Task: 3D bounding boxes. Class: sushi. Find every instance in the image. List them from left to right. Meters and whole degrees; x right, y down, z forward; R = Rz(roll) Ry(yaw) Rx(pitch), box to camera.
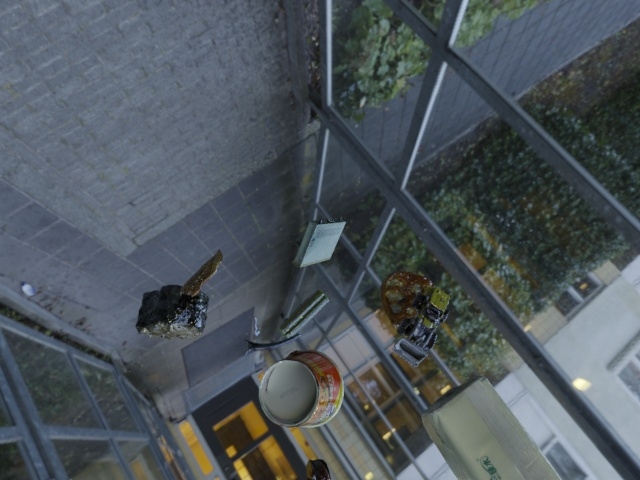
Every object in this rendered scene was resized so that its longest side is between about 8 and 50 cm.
[{"bbox_3d":[-0.538,0.272,1.612,0.210,0.171,0.350,28,151,-33],"label":"sushi"}]

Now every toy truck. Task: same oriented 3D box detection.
[{"bbox_3d":[0.359,0.288,1.541,0.286,0.136,0.111,-55,180,-31],"label":"toy truck"}]

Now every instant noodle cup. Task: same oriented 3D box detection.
[{"bbox_3d":[-0.058,0.392,1.167,0.213,0.213,0.174,-38,159,4],"label":"instant noodle cup"}]

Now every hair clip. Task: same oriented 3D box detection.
[{"bbox_3d":[-0.221,0.478,2.064,0.275,0.083,0.048,-11,147,5],"label":"hair clip"}]

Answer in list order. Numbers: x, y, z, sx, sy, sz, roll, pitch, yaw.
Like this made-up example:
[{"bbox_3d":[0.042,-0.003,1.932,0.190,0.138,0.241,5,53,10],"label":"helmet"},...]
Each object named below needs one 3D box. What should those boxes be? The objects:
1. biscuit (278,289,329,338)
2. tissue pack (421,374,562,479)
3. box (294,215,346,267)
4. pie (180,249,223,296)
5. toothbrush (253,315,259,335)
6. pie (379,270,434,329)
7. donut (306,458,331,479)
[{"bbox_3d":[-0.093,0.405,2.439,0.322,0.099,0.038,-43,-176,-9],"label":"biscuit"},{"bbox_3d":[0.469,0.596,1.234,0.207,0.380,0.297,-31,157,-8],"label":"tissue pack"},{"bbox_3d":[0.000,0.000,1.784,0.270,0.045,0.211,-13,128,-62],"label":"box"},{"bbox_3d":[-0.333,0.100,1.262,0.170,0.092,0.034,-47,122,-8],"label":"pie"},{"bbox_3d":[-0.216,0.286,1.485,0.019,0.013,0.193,-41,162,-22],"label":"toothbrush"},{"bbox_3d":[0.399,0.267,2.058,0.308,0.308,0.085,-30,158,-20],"label":"pie"},{"bbox_3d":[-0.004,0.811,1.501,0.059,0.141,0.140,1,147,-21],"label":"donut"}]
